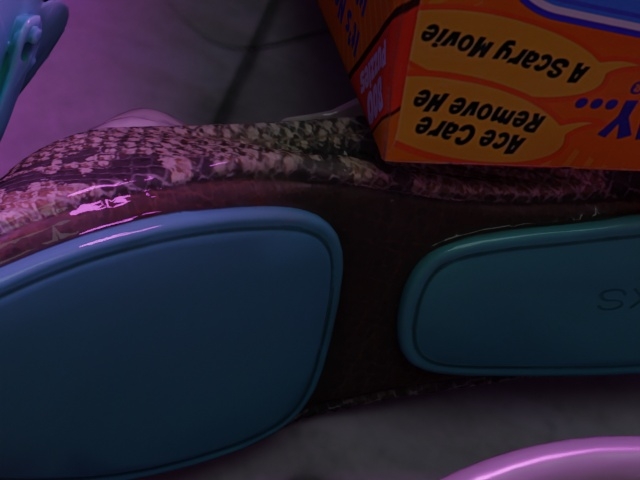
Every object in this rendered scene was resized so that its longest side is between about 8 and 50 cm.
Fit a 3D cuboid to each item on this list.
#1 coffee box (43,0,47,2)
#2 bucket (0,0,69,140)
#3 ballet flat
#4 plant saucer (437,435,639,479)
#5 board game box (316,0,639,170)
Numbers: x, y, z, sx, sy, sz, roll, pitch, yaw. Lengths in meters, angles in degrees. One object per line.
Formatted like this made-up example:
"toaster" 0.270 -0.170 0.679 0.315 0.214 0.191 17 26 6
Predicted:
"coffee box" -0.179 -0.251 0.883 0.168 0.297 0.119 24 59 0
"bucket" -0.264 -0.081 0.777 0.281 0.281 0.183 25 57 2
"ballet flat" 0.000 0.000 0.876 0.482 0.164 0.182 -7 39 -25
"plant saucer" 0.144 0.276 0.748 0.400 0.100 0.401 6 57 -10
"board game box" 0.188 -0.269 0.882 0.356 0.356 0.356 2 32 -13
